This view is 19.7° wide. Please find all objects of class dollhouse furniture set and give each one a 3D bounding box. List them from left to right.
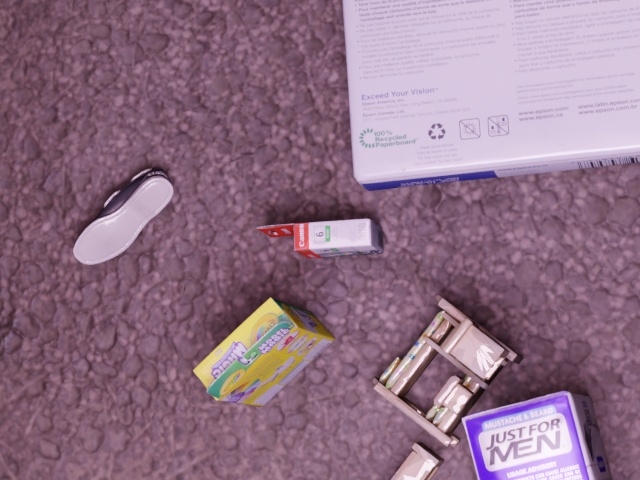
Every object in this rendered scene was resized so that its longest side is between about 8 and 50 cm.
[{"bbox_3d":[0.087,0.147,1.722,0.101,0.161,0.182,38,92,14],"label":"dollhouse furniture set"}]

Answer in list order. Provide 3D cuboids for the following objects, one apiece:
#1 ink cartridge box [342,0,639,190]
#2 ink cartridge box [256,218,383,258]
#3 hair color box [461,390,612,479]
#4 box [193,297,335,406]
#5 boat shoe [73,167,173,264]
[{"bbox_3d":[0.185,-0.227,1.791,0.324,0.071,0.330,-5,79,13],"label":"ink cartridge box"},{"bbox_3d":[0.000,0.000,1.809,0.115,0.063,0.029,-4,81,13],"label":"ink cartridge box"},{"bbox_3d":[0.230,0.311,1.660,0.110,0.185,0.338,-14,80,12],"label":"hair color box"},{"bbox_3d":[-0.055,0.108,1.750,0.105,0.179,0.043,-43,77,5],"label":"box"},{"bbox_3d":[-0.202,-0.026,1.871,0.125,0.038,0.046,-45,118,10],"label":"boat shoe"}]
